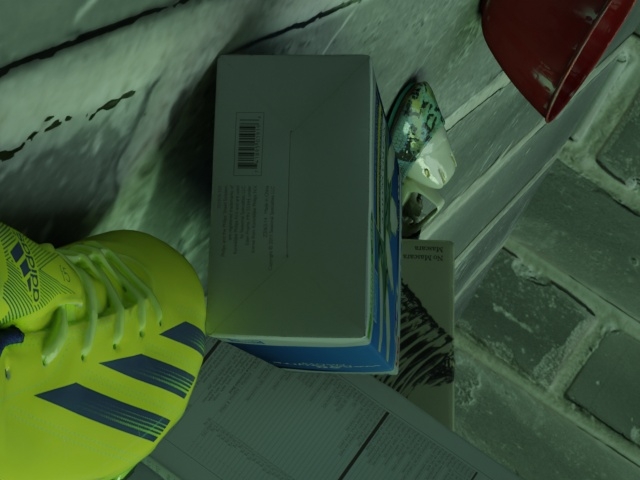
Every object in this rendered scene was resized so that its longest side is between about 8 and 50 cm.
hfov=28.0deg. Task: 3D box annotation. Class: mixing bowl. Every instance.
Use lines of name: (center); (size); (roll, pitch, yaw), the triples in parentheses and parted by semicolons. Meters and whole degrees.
mixing bowl: (0.195, -0.198, 1.048); (0.181, 0.098, 0.181); (-52, 168, -15)

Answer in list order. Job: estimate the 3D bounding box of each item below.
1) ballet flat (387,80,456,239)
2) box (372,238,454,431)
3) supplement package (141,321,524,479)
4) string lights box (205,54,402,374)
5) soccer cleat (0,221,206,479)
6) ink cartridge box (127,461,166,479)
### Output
ballet flat: (0.078, -0.056, 1.048); (0.070, 0.070, 0.188); (-50, 167, -29)
box: (0.056, 0.140, 1.059); (0.094, 0.113, 0.275); (86, 5, -70)
supplement package: (-0.001, 0.170, 0.882); (0.139, 0.244, 0.134); (-51, 168, -24)
string lights box: (0.000, 0.000, 0.704); (0.260, 0.076, 0.133); (53, 38, -78)
soccer cleat: (-0.108, 0.037, 0.453); (0.289, 0.093, 0.121); (-35, 149, -63)
ink cartridge box: (-0.138, 0.236, 0.795); (0.175, 0.127, 0.072); (-60, 166, 14)
